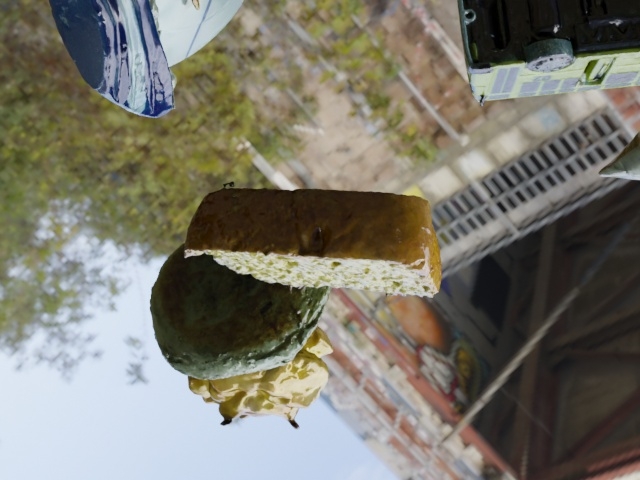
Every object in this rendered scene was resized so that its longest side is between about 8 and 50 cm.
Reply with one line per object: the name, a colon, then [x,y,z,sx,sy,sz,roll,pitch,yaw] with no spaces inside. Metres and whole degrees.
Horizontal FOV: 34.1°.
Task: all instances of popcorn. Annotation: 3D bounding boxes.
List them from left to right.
popcorn: [-0.065,0.138,1.168,0.167,0.152,0.148,-8,174,34]

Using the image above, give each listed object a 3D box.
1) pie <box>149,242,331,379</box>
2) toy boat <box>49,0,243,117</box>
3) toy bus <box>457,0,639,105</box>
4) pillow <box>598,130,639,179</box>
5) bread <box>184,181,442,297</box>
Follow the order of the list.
pie: [-0.079,0.050,1.003,0.186,0.041,0.187,-10,-128,13]
toy boat: [-0.119,-0.240,0.925,0.067,0.221,0.291,11,-143,29]
toy bus: [0.274,-0.228,1.106,0.262,0.128,0.150,-5,168,2]
pillow: [0.617,-0.165,1.536,0.310,0.312,0.119,-45,-131,48]
bread: [0.000,0.000,0.754,0.187,0.103,0.065,0,-103,27]
